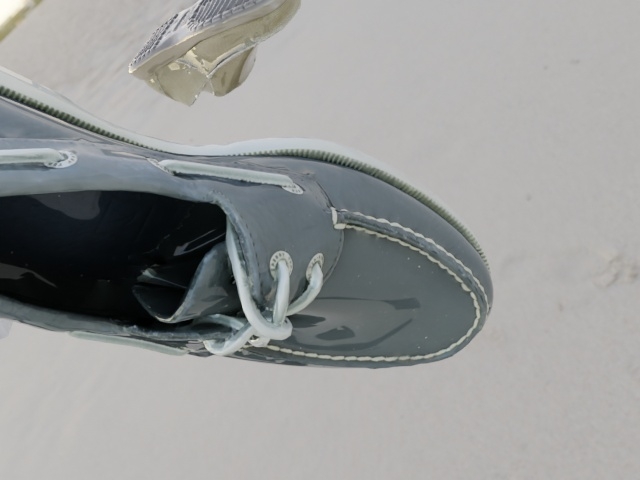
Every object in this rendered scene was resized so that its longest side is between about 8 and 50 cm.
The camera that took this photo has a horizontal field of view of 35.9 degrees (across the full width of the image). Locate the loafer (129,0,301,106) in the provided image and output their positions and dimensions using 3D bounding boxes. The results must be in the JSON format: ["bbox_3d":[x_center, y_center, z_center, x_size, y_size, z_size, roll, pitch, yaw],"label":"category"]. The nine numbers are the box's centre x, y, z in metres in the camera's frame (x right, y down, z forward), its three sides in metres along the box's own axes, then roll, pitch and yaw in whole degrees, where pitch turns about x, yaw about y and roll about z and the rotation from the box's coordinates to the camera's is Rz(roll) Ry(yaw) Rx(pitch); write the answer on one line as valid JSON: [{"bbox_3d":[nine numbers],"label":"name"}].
[{"bbox_3d":[-0.099,-0.210,1.036,0.269,0.092,0.101,-11,46,52],"label":"loafer"}]

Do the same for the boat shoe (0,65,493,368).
[{"bbox_3d":[-0.054,0.015,0.391,0.116,0.320,0.099,-58,32,25],"label":"boat shoe"}]

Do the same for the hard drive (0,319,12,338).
[{"bbox_3d":[-0.459,-0.036,0.900,0.233,0.353,0.047,-14,28,3],"label":"hard drive"}]
